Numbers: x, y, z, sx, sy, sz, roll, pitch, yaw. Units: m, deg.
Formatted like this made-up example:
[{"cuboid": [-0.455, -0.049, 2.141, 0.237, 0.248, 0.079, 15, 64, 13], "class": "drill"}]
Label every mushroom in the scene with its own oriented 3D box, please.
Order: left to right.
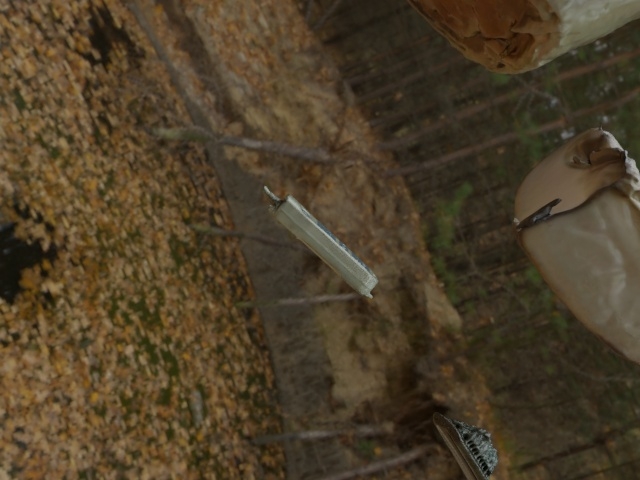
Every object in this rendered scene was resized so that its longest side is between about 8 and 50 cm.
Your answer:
[{"cuboid": [0.516, 0.030, 1.409, 0.397, 0.224, 0.314, 50, 18, -9], "class": "mushroom"}]

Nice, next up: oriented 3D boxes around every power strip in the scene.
[{"cuboid": [0.000, 0.000, 1.008, 0.191, 0.030, 0.047, 43, 9, -7], "class": "power strip"}]

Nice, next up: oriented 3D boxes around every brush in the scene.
[{"cuboid": [0.129, 0.182, 0.633, 0.034, 0.027, 0.190, 38, -16, 46], "class": "brush"}]

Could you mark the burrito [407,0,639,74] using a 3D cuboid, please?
[{"cuboid": [0.173, -0.192, 0.464, 0.105, 0.299, 0.143, 63, 6, -76], "class": "burrito"}]
